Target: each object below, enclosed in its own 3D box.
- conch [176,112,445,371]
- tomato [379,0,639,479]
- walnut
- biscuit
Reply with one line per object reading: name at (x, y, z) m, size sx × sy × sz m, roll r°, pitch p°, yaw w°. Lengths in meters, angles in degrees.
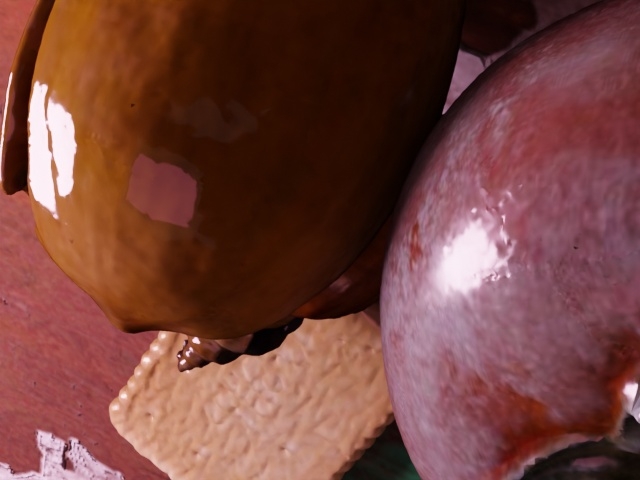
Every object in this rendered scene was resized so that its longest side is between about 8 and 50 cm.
conch at (-0.003, 0.003, 0.888) m, size 0.233 × 0.080 × 0.086 m, roll -31°, pitch 73°, yaw 33°
tomato at (0.183, 0.034, 0.699) m, size 0.317 × 0.282 × 0.316 m, roll 14°, pitch 130°, yaw 17°
walnut at (-0.022, -0.109, 0.761) m, size 0.209 × 0.209 × 0.336 m, roll 31°, pitch 98°, yaw 9°
biscuit at (-0.037, 0.098, 1.033) m, size 0.160 × 0.030 × 0.249 m, roll 39°, pitch 131°, yaw 3°
